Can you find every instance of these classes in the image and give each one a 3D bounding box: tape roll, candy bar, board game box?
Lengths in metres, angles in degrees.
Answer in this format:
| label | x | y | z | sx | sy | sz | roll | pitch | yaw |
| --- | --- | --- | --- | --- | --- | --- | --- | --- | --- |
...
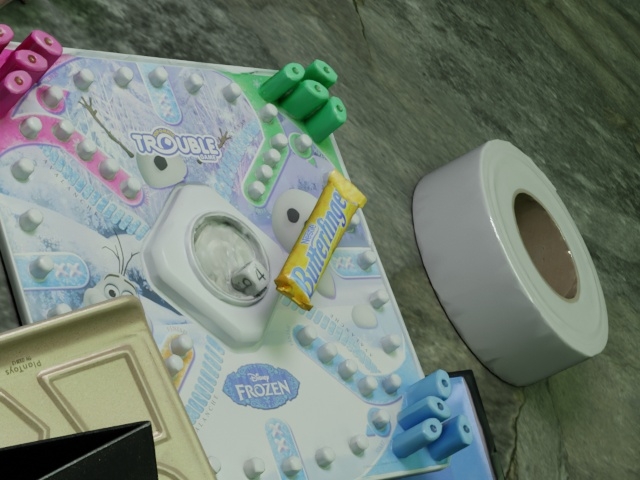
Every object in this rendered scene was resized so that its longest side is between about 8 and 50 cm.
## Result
| label | x | y | z | sx | sy | sz | roll | pitch | yaw |
| --- | --- | --- | --- | --- | --- | --- | --- | --- | --- |
| tape roll | 0.228 | 0.025 | 1.756 | 0.286 | 0.100 | 0.286 | 41 | 32 | -34 |
| candy bar | 0.000 | 0.000 | 1.205 | 0.040 | 0.018 | 0.161 | 44 | 39 | -14 |
| board game box | -0.072 | 0.013 | 1.177 | 0.390 | 0.050 | 0.390 | -1 | 64 | -46 |

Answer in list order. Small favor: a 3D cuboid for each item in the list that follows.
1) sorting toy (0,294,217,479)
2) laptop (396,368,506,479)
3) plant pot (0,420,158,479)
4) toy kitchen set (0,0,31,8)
| label | x | y | z | sx | sy | sz | roll | pitch | yaw |
| --- | --- | --- | --- | --- | --- | --- | --- | --- | --- |
| sorting toy | -0.160 | 0.155 | 0.937 | 0.193 | 0.038 | 0.208 | -17 | 81 | -37 |
| laptop | 0.055 | 0.201 | 1.222 | 0.264 | 0.136 | 0.234 | 39 | 31 | -59 |
| plant pot | -0.185 | 0.208 | 0.755 | 0.188 | 0.187 | 0.167 | -19 | 95 | -64 |
| toy kitchen set | -0.243 | -0.285 | 1.179 | 0.166 | 0.122 | 0.207 | 59 | 26 | -6 |
